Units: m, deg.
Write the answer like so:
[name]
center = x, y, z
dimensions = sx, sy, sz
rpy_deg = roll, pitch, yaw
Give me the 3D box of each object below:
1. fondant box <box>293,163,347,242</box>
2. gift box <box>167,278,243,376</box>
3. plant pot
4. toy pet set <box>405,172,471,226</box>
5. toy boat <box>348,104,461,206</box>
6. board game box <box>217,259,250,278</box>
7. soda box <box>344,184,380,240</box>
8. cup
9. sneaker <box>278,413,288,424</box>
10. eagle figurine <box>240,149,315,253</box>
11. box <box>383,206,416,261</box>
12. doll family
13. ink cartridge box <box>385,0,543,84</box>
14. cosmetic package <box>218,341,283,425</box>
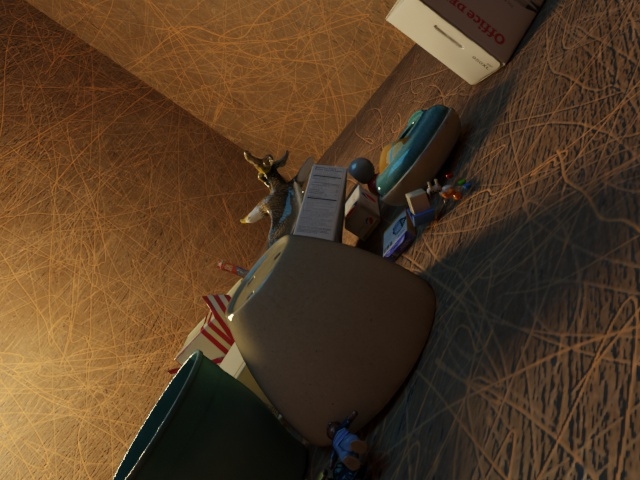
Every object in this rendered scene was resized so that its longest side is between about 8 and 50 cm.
[fondant box]
center = 0.000, 0.000, 1.434
dimensions = 0.330, 0.096, 0.238
rpy_deg = -76, -9, -52
[gift box]
center = -0.210, 0.253, 1.435
dimensions = 0.255, 0.276, 0.258
rpy_deg = -52, 9, -1
[plant pot]
center = -0.173, 0.366, 0.993
dimensions = 0.272, 0.255, 0.272
rpy_deg = -54, 10, 15
[toy pet set]
center = 0.226, -0.071, 1.122
dimensions = 0.114, 0.065, 0.122
rpy_deg = -20, 17, 2
[toy boat]
center = 0.175, -0.180, 1.362
dimensions = 0.267, 0.148, 0.318
rpy_deg = -56, 7, -24
[board game box]
center = -0.142, 0.113, 1.593
dimensions = 0.145, 0.281, 0.027
rpy_deg = 169, 122, -77
[soda box]
center = 0.113, -0.078, 1.599
dimensions = 0.074, 0.069, 0.216
rpy_deg = -54, 9, 19
[cup]
center = -0.013, 0.125, 0.964
dimensions = 0.331, 0.237, 0.331
rpy_deg = -48, 12, 14
[sneaker]
center = -0.042, 0.312, 1.130
dimensions = 0.134, 0.051, 0.070
rpy_deg = -48, 17, 59
[eagle figurine]
center = -0.102, -0.066, 1.518
dimensions = 0.226, 0.298, 0.225
rpy_deg = -8, -19, -45
[box]
center = 0.166, -0.010, 1.240
dimensions = 0.081, 0.028, 0.136
rpy_deg = -51, 13, 26
[doll family]
center = 0.013, 0.324, 0.785
dimensions = 0.193, 0.076, 0.111
rpy_deg = -53, 5, -8
[ink cartridge box]
center = 0.385, -0.625, 1.404
dimensions = 0.395, 0.285, 0.166
rpy_deg = -57, 8, -10
[cosmetic package]
center = -0.142, 0.318, 1.235
dimensions = 0.309, 0.160, 0.113
rpy_deg = -58, 26, -4
